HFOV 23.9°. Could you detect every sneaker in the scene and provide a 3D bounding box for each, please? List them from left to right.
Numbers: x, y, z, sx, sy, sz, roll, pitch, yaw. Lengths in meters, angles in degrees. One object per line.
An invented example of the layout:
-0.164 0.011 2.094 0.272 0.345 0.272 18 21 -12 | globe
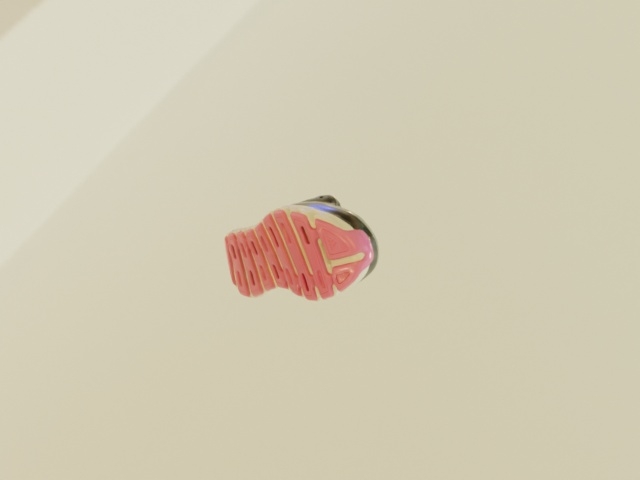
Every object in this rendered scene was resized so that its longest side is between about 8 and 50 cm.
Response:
0.000 0.000 0.977 0.074 0.170 0.063 -22 -85 -26 | sneaker
